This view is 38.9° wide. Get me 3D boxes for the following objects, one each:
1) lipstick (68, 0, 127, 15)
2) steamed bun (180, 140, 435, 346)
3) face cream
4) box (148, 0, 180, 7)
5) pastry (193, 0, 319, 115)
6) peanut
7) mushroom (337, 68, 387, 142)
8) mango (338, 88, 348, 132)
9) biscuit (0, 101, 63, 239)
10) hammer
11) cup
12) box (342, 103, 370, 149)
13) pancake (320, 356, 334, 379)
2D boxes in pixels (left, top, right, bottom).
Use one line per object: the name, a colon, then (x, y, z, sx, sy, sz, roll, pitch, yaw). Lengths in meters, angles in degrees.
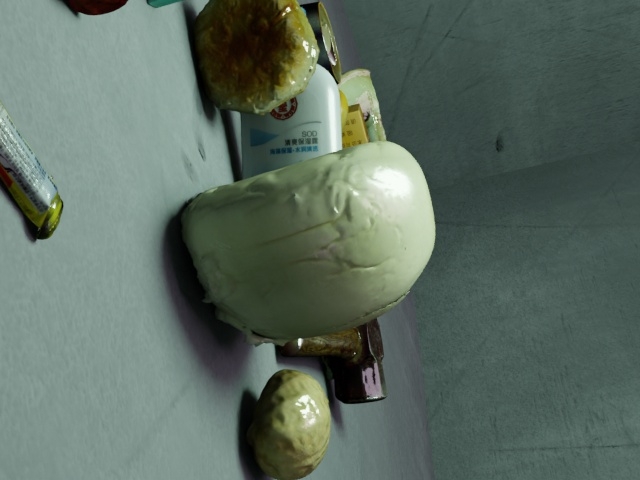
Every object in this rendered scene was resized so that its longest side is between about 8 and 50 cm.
lipstick: (-0.249, -0.376, 0.960, 0.073, 0.073, 0.280, 39, 39, -73)
steamed bun: (0.001, 0.009, 1.185, 0.334, 0.311, 0.233, -36, 110, -70)
face cream: (-0.047, -0.195, 1.418, 0.080, 0.163, 0.337, 10, 78, -76)
box: (-0.171, -0.438, 1.182, 0.041, 0.162, 0.229, -27, 104, -79)
pastry: (-0.100, -0.284, 1.349, 0.193, 0.182, 0.093, 67, 13, 7)
peanut: (-0.037, 0.246, 1.223, 0.159, 0.109, 0.141, -68, 173, -54)
mushroom: (0.050, -0.242, 2.239, 0.217, 0.212, 0.292, -28, -95, 56)
mango: (-0.024, -0.191, 1.626, 0.091, 0.194, 0.130, 29, 33, -28)
biscuit: (-0.268, -0.115, 0.679, 0.048, 0.026, 0.292, -85, 160, -45)
hammer: (0.011, 0.173, 1.612, 0.409, 0.095, 0.243, 19, 65, -66)
cup: (-0.058, -0.279, 1.547, 0.166, 0.176, 0.240, -52, 129, -77)
box: (0.045, -0.168, 2.011, 0.070, 0.152, 0.237, -78, 154, -68)
pancake: (0.013, 0.204, 1.773, 0.116, 0.022, 0.130, -75, 155, -67)
